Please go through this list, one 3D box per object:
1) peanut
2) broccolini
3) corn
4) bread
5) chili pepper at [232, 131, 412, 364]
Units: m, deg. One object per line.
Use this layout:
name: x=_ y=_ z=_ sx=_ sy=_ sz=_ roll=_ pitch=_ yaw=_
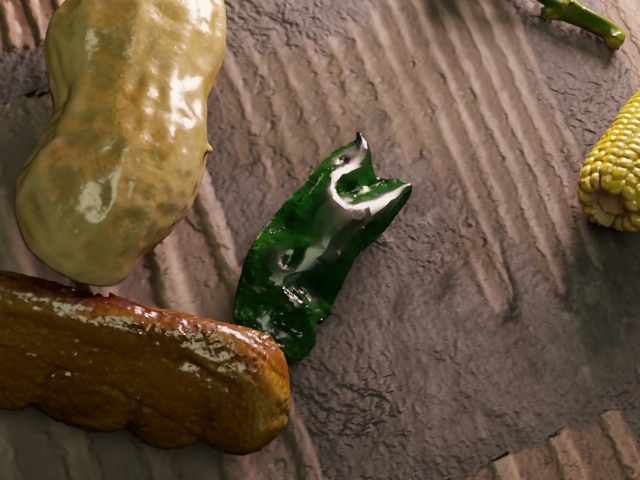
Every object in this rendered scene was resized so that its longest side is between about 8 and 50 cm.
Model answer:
peanut: x=-0.156 y=-0.107 z=0.745 sx=0.149 sy=0.149 sz=0.313 roll=10 pitch=65 yaw=-10
broccolini: x=0.224 y=-0.258 z=0.941 sx=0.216 sy=0.058 sz=0.067 roll=27 pitch=66 yaw=-5
corn: x=0.340 y=-0.110 z=0.905 sx=0.093 sy=0.093 sz=0.244 roll=41 pitch=66 yaw=2
bread: x=-0.189 y=0.085 z=0.713 sx=0.343 sy=0.084 sz=0.124 roll=13 pitch=111 yaw=-4
chili pepper: x=0.000 y=-0.001 z=0.805 sx=0.098 sy=0.061 sz=0.224 roll=30 pitch=70 yaw=4
